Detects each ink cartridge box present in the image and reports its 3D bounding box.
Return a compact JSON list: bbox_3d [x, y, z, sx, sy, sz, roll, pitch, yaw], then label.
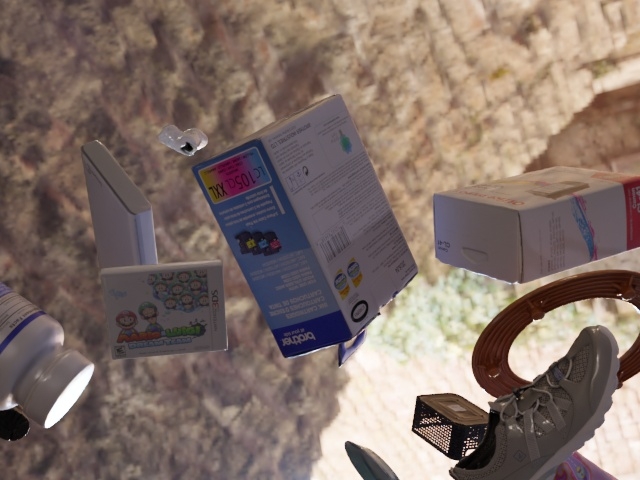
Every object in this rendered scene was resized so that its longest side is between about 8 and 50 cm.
[{"bbox_3d":[0.379,-0.036,1.730,0.226,0.306,0.131,16,114,56],"label":"ink cartridge box"},{"bbox_3d":[0.000,0.000,1.604,0.270,0.151,0.395,-38,-75,-54],"label":"ink cartridge box"}]

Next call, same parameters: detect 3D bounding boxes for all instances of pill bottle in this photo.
[{"bbox_3d":[-0.464,0.144,1.435,0.272,0.152,0.152,34,-165,4],"label":"pill bottle"}]

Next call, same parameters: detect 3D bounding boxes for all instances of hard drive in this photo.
[{"bbox_3d":[-0.377,0.012,1.944,0.233,0.047,0.353,47,148,37],"label":"hard drive"}]

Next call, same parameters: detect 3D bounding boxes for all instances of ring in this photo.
[{"bbox_3d":[0.404,0.169,1.593,0.336,0.337,0.032,62,-170,-45],"label":"ring"}]

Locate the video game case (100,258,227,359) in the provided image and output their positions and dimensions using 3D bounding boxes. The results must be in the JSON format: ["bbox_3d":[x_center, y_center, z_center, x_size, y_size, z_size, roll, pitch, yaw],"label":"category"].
[{"bbox_3d":[-0.205,0.093,1.342,0.019,0.157,0.143,-104,12,-56],"label":"video game case"}]

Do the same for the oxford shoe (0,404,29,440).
[{"bbox_3d":[-0.658,0.292,1.936,0.227,0.083,0.096,48,-179,-26],"label":"oxford shoe"}]

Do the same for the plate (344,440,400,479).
[{"bbox_3d":[0.113,0.441,1.877,0.188,0.024,0.188,45,161,20],"label":"plate"}]

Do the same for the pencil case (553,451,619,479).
[{"bbox_3d":[0.380,0.371,1.477,0.284,0.124,0.124,35,-147,-22],"label":"pencil case"}]

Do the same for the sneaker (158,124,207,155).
[{"bbox_3d":[-0.275,-0.200,2.097,0.061,0.053,0.152,41,-162,18],"label":"sneaker"}]

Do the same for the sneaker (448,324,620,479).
[{"bbox_3d":[0.269,0.220,1.262,0.115,0.281,0.105,31,-174,-8],"label":"sneaker"}]

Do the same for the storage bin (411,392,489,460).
[{"bbox_3d":[0.297,0.409,2.239,0.180,0.122,0.084,28,114,58],"label":"storage bin"}]
